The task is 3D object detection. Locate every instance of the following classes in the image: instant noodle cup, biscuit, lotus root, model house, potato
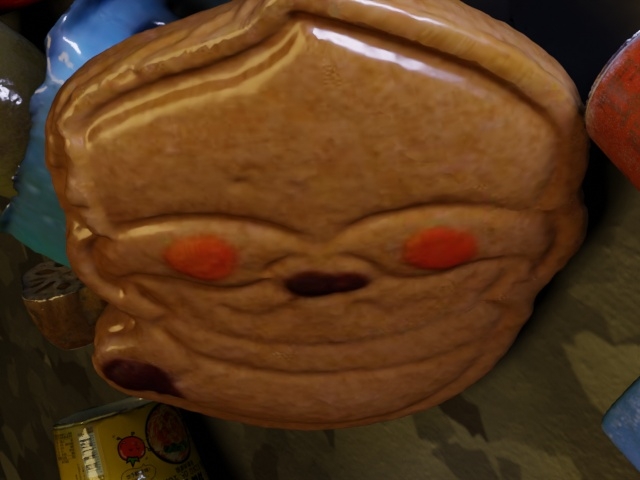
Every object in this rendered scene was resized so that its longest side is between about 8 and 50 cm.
[{"bbox_3d":[-0.214,0.253,1.307,0.182,0.182,0.144,-17,88,53],"label":"instant noodle cup"},{"bbox_3d":[0.000,0.001,0.793,0.455,0.350,0.078,90,177,-51],"label":"biscuit"},{"bbox_3d":[-0.265,0.062,1.295,0.122,0.112,0.081,-122,10,-66],"label":"lotus root"},{"bbox_3d":[-0.072,-0.060,0.916,0.303,0.215,0.237,34,138,3],"label":"model house"},{"bbox_3d":[-0.346,-0.149,1.207,0.174,0.159,0.251,-20,127,39],"label":"potato"},{"bbox_3d":[0.223,-0.052,0.643,0.135,0.127,0.127,49,142,32],"label":"instant noodle cup"}]

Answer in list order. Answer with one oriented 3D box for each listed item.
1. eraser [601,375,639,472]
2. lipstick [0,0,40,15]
[{"bbox_3d":[0.320,0.191,0.725,0.312,0.042,0.144,50,141,17],"label":"eraser"},{"bbox_3d":[-0.348,-0.269,1.225,0.280,0.073,0.073,-1,111,50],"label":"lipstick"}]
